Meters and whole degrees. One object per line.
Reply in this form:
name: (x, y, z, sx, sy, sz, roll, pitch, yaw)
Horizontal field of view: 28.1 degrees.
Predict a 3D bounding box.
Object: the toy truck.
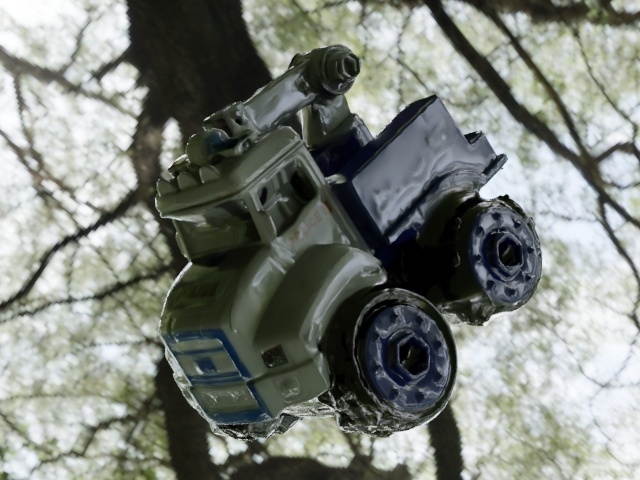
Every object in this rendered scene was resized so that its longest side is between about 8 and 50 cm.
toy truck: (0.000, 0.000, 0.695, 0.161, 0.177, 0.213, -12, -155, 49)
